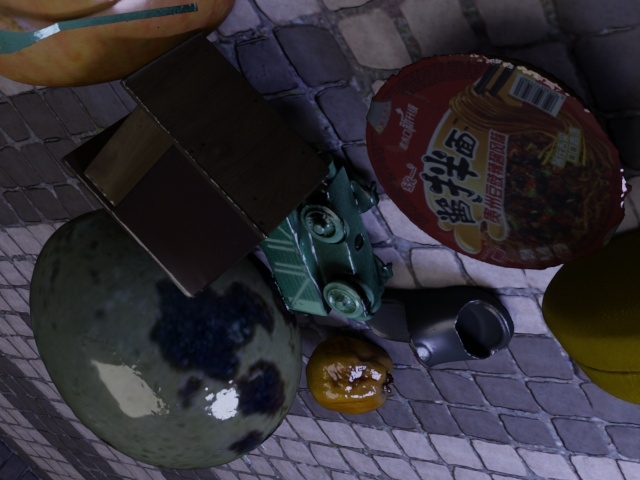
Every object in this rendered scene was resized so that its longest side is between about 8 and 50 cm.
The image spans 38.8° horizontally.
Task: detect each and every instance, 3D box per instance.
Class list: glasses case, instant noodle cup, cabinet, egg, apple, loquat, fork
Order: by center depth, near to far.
[{"bbox_3d":[0.385,0.066,0.865,0.141,0.173,0.371,50,143,-14],"label":"glasses case"},{"bbox_3d":[-0.235,-0.206,0.872,0.235,0.021,0.039,-7,147,2],"label":"fork"},{"bbox_3d":[0.183,-0.097,0.915,0.274,0.090,0.274,22,144,17],"label":"instant noodle cup"},{"bbox_3d":[-0.244,-0.306,0.958,0.252,0.314,0.309,-119,9,-53],"label":"apple"},{"bbox_3d":[-0.137,-0.085,1.012,0.215,0.148,0.175,47,136,-5],"label":"cabinet"},{"bbox_3d":[-0.223,0.134,1.322,0.428,0.345,0.345,48,144,-7],"label":"egg"},{"bbox_3d":[0.046,0.207,1.385,0.137,0.113,0.137,6,127,8],"label":"loquat"}]

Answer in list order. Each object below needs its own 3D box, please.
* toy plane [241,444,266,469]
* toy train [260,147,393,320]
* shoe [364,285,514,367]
[{"bbox_3d":[-0.217,0.343,1.782,0.255,0.101,0.251,6,136,42],"label":"toy plane"},{"bbox_3d":[0.000,0.000,1.169,0.155,0.115,0.269,9,138,30],"label":"toy train"},{"bbox_3d":[0.143,0.127,1.220,0.241,0.093,0.108,0,131,43],"label":"shoe"}]
